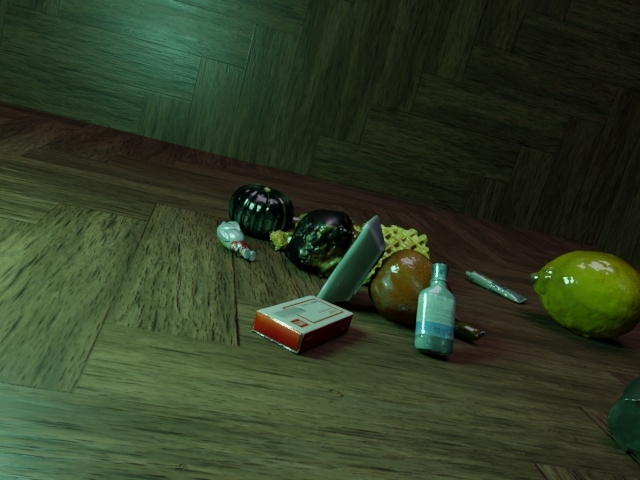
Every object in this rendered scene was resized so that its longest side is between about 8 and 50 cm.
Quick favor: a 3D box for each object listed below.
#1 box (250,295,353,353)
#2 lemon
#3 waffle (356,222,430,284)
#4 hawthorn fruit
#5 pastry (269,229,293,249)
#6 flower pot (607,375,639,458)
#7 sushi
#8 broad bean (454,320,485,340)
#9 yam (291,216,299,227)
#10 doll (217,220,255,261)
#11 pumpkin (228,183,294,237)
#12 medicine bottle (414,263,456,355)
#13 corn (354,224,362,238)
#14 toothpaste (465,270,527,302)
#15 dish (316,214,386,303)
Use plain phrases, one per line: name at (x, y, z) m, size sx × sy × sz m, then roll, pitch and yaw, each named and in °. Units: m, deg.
box at (-0.031, 0.172, 1.309) m, size 0.123 × 0.050 × 0.229 m, roll 23°, pitch 15°, yaw 27°
lemon at (0.829, 0.160, 1.873) m, size 0.316 × 0.285 × 0.285 m, roll 31°, pitch 5°, yaw -26°
waffle at (0.214, 0.050, 1.838) m, size 0.250 × 0.056 × 0.261 m, roll 8°, pitch 51°, yaw -6°
hawthorn fruit at (0.245, 0.132, 1.533) m, size 0.251 × 0.199 × 0.199 m, roll 30°, pitch 14°, yaw 3°
pastry at (-0.096, 0.002, 1.929) m, size 0.140 × 0.056 × 0.080 m, roll 2°, pitch 28°, yaw -40°
flower pot at (0.628, 0.346, 1.169) m, size 0.106 × 0.158 × 0.157 m, roll -12°, pitch 27°, yaw -34°
sushi at (0.005, 0.004, 1.779) m, size 0.200 × 0.213 × 0.204 m, roll 34°, pitch 17°, yaw -30°
broad bean at (0.328, 0.198, 1.613) m, size 0.052 × 0.053 × 0.256 m, roll 53°, pitch -11°, yaw -35°
yam at (-0.022, -0.053, 2.252) m, size 0.263 × 0.046 × 0.046 m, roll 12°, pitch 14°, yaw -17°
doll at (-0.242, 0.000, 1.741) m, size 0.094 × 0.079 × 0.180 m, roll 23°, pitch 17°, yaw -47°
pumpkin at (-0.190, -0.096, 1.992) m, size 0.220 × 0.162 × 0.220 m, roll 14°, pitch 19°, yaw -5°
medicine bottle at (0.267, 0.157, 1.410) m, size 0.090 × 0.209 × 0.054 m, roll 14°, pitch -23°, yaw -10°
corn at (0.175, 0.040, 1.952) m, size 0.321 × 0.119 × 0.119 m, roll 24°, pitch 15°, yaw 12°
toothpaste at (0.600, 0.160, 2.117) m, size 0.233 × 0.038 × 0.060 m, roll 29°, pitch 22°, yaw 36°
dish at (0.091, 0.063, 1.534) m, size 0.080 × 0.243 × 0.182 m, roll 34°, pitch 16°, yaw 6°
